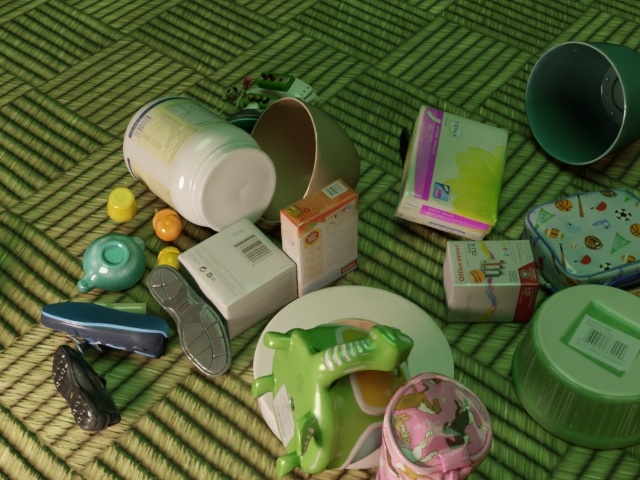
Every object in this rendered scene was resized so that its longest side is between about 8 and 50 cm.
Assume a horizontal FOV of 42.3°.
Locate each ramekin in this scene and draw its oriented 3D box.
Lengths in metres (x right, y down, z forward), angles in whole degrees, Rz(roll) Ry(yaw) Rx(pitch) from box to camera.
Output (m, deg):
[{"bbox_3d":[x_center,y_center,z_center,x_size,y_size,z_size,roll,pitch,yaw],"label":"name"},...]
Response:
[{"bbox_3d":[0.529,0.228,1.577,0.303,0.148,0.303,0,48,0],"label":"ramekin"}]

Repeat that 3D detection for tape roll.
[{"bbox_3d":[0.064,0.256,1.610,0.392,0.072,0.392,0,47,0],"label":"tape roll"}]

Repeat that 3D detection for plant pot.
[{"bbox_3d":[-0.020,-0.171,1.898,0.191,0.284,0.284,7,39,-37],"label":"plant pot"},{"bbox_3d":[0.692,-0.347,2.026,0.235,0.293,0.293,-14,47,-33],"label":"plant pot"}]

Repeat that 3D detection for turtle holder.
[{"bbox_3d":[0.031,0.233,1.375,0.227,0.320,0.243,-5,31,-21],"label":"turtle holder"}]

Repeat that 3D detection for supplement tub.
[{"bbox_3d":[-0.272,-0.172,1.860,0.235,0.235,0.325,-32,43,-25],"label":"supplement tub"}]

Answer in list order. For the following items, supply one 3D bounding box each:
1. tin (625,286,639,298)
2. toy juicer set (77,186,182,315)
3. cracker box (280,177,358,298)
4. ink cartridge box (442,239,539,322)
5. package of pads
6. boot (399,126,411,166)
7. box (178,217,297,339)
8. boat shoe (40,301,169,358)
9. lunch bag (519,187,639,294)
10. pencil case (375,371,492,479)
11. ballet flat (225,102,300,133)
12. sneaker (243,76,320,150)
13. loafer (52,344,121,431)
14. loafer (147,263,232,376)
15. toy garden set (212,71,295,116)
[{"bbox_3d":[0.704,0.142,1.732,0.190,0.040,0.106,-14,53,-12],"label":"tin"},{"bbox_3d":[-0.413,0.058,1.799,0.209,0.089,0.329,20,66,-4],"label":"toy juicer set"},{"bbox_3d":[0.000,0.000,1.734,0.156,0.232,0.067,-30,53,-24],"label":"cracker box"},{"bbox_3d":[0.349,0.085,1.724,0.176,0.127,0.128,-1,48,1],"label":"ink cartridge box"},{"bbox_3d":[0.311,-0.158,1.911,0.229,0.101,0.296,16,58,-4],"label":"package of pads"},{"bbox_3d":[0.280,-0.197,2.030,0.137,0.077,0.198,-8,61,-13],"label":"boot"},{"bbox_3d":[-0.173,0.078,1.742,0.182,0.119,0.181,-32,55,-25],"label":"box"},{"bbox_3d":[-0.436,0.190,1.651,0.258,0.089,0.109,13,22,7],"label":"boat shoe"},{"bbox_3d":[0.598,0.013,1.801,0.303,0.115,0.243,-16,52,-15],"label":"lunch bag"},{"bbox_3d":[0.164,0.365,1.294,0.167,0.386,0.160,31,56,24],"label":"pencil case"},{"bbox_3d":[-0.134,-0.295,1.982,0.203,0.074,0.074,-1,47,-9],"label":"ballet flat"},{"bbox_3d":[-0.062,-0.328,2.121,0.169,0.108,0.292,-25,51,-17],"label":"sneaker"},{"bbox_3d":[-0.455,0.284,1.597,0.078,0.076,0.223,8,27,-44],"label":"loafer"},{"bbox_3d":[-0.254,0.163,1.687,0.096,0.084,0.267,-35,71,-1],"label":"loafer"},{"bbox_3d":[-0.206,-0.337,2.083,0.204,0.049,0.244,17,70,42],"label":"toy garden set"}]
